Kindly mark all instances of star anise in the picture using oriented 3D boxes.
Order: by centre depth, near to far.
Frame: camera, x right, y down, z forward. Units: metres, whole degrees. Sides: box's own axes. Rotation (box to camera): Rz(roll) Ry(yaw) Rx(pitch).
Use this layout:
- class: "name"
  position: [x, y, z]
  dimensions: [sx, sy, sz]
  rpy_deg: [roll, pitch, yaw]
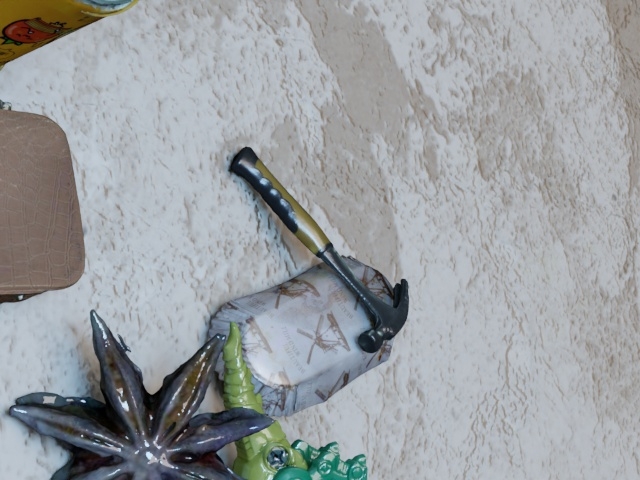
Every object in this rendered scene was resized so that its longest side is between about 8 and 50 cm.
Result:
- class: "star anise"
  position: [-0.125, 0.143, 1.218]
  dimensions: [0.204, 0.061, 0.181]
  rpy_deg: [4, 91, -8]

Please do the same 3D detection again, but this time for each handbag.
- class: "handbag"
  position: [-0.263, -0.029, 1.159]
  dimensions: [0.193, 0.072, 0.151]
  rpy_deg: [-1, 82, -41]

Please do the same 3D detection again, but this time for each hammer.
- class: "hammer"
  position: [0.000, 0.000, 1.387]
  dimensions: [0.201, 0.021, 0.078]
  rpy_deg: [49, 46, 2]

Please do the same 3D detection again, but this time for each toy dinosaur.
- class: "toy dinosaur"
  position: [-0.033, 0.191, 1.293]
  dimensions: [0.153, 0.094, 0.259]
  rpy_deg: [-1, 93, -26]

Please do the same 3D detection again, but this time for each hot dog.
- class: "hot dog"
  position: [-0.009, 0.079, 1.381]
  dimensions: [0.191, 0.059, 0.108]
  rpy_deg: [-24, 84, -40]

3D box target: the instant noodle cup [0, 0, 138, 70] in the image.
- class: "instant noodle cup"
  position: [-0.215, -0.213, 1.093]
  dimensions: [0.215, 0.172, 0.216]
  rpy_deg: [21, 64, -52]
